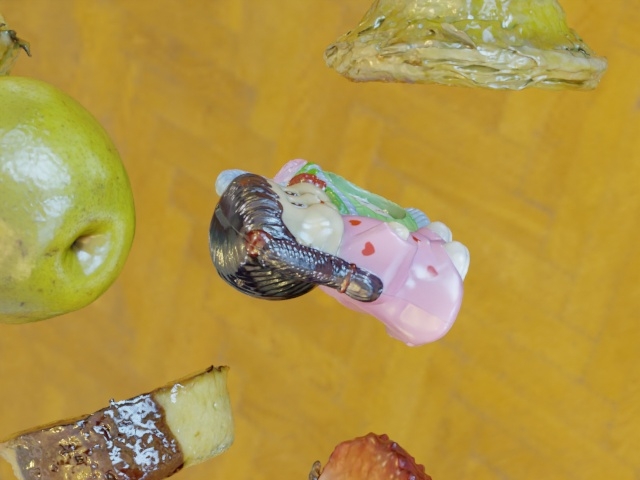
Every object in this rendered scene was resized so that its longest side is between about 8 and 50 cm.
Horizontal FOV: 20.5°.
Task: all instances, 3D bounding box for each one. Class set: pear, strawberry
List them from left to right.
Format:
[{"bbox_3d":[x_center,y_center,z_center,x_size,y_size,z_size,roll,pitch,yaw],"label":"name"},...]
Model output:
[{"bbox_3d":[-0.175,-0.018,0.947,0.141,0.104,0.141,4,98,28],"label":"pear"},{"bbox_3d":[0.070,0.274,1.512,0.236,0.111,0.190,17,86,61],"label":"strawberry"}]

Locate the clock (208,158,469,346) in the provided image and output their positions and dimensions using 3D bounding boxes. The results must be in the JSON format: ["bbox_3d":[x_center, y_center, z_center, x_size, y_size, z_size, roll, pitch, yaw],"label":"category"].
[{"bbox_3d":[0.000,0.000,1.412,0.100,0.195,0.194,-65,24,13],"label":"clock"}]

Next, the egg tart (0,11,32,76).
[{"bbox_3d":[-0.254,-0.148,1.087,0.090,0.212,0.212,-39,66,-2],"label":"egg tart"}]

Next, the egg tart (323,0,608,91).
[{"bbox_3d":[0.144,-0.207,1.750,0.295,0.295,0.116,5,97,42],"label":"egg tart"}]

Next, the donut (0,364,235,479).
[{"bbox_3d":[-0.146,0.151,1.321,0.166,0.184,0.073,-27,83,46],"label":"donut"}]
